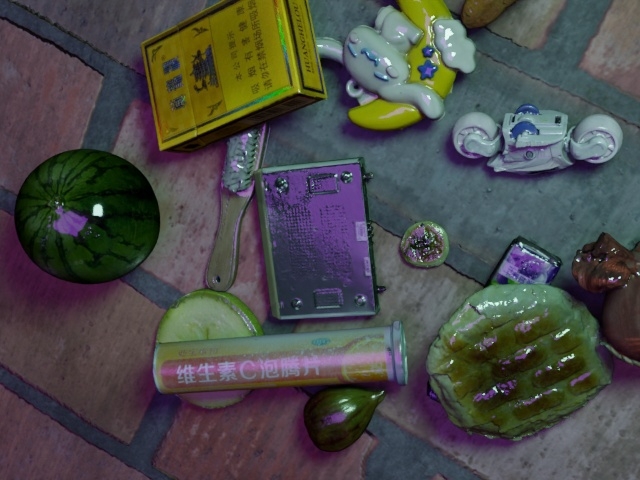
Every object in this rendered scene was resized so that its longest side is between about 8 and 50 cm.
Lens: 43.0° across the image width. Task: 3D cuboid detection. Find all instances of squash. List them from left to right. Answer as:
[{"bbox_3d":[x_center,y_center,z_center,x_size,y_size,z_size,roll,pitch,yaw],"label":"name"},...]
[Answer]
[{"bbox_3d":[-0.203,0.199,1.482,0.219,0.041,0.219,2,99,15],"label":"squash"}]

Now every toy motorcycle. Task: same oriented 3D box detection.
[{"bbox_3d":[0.330,-0.148,1.252,0.254,0.112,0.113,5,101,16],"label":"toy motorcycle"}]

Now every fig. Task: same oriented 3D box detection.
[{"bbox_3d":[0.046,0.297,1.401,0.154,0.103,0.109,-21,130,8],"label":"fig"}]

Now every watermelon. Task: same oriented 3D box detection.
[{"bbox_3d":[-0.397,-0.041,1.392,0.242,0.242,0.243,3,100,15],"label":"watermelon"}]

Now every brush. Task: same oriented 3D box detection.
[{"bbox_3d":[-0.155,-0.063,1.415,0.069,0.065,0.328,15,104,10],"label":"brush"}]

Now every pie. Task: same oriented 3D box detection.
[{"bbox_3d":[0.173,0.007,1.353,0.084,0.021,0.084,3,100,15],"label":"pie"},{"bbox_3d":[0.308,0.196,1.273,0.306,0.071,0.307,-1,111,-3],"label":"pie"}]

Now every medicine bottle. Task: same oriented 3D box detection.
[{"bbox_3d":[-0.068,0.207,1.381,0.425,0.108,0.108,-6,98,9],"label":"medicine bottle"}]

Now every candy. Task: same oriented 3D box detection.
[{"bbox_3d":[0.278,0.144,1.325,0.088,0.061,0.313,29,106,7],"label":"candy"}]

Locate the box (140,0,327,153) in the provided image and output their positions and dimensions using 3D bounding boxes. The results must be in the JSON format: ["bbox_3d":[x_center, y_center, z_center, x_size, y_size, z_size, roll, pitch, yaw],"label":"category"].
[{"bbox_3d":[-0.146,-0.274,1.308,0.301,0.084,0.193,-16,81,33],"label":"box"}]

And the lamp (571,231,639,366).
[{"bbox_3d":[0.474,0.099,1.203,0.151,0.215,0.223,-46,63,49],"label":"lamp"}]

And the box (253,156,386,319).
[{"bbox_3d":[0.000,0.000,1.385,0.210,0.045,0.271,-3,99,15],"label":"box"}]

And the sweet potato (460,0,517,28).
[{"bbox_3d":[0.340,-0.452,1.188,0.354,0.095,0.106,-36,114,11],"label":"sweet potato"}]

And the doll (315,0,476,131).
[{"bbox_3d":[0.108,-0.286,1.274,0.252,0.111,0.237,46,110,3],"label":"doll"}]
